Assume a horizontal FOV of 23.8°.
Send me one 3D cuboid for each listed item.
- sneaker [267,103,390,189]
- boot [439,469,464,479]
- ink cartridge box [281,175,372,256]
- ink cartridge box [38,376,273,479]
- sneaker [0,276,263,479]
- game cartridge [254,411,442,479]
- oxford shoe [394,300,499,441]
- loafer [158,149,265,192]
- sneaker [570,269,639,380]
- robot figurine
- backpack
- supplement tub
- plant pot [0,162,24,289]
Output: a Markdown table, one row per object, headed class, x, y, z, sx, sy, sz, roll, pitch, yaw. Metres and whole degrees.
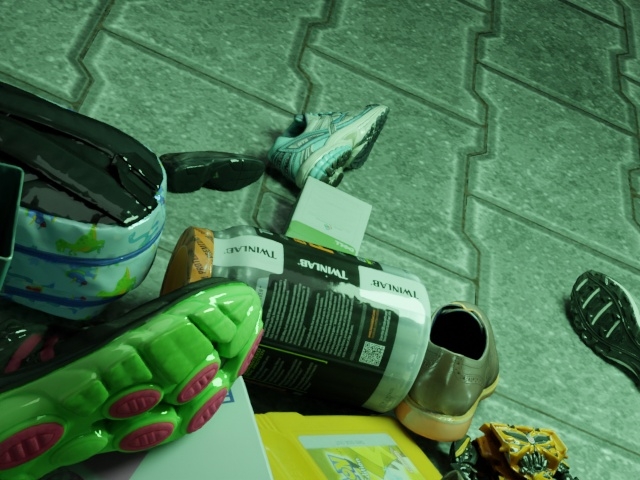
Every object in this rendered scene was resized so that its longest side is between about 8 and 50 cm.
| class | x | y | z | sx | sy | sz | roll | pitch | yaw |
| --- | --- | --- | --- | --- | --- | --- | --- | --- | --- |
| sneaker | 0.015 | -0.170 | 2.404 | 0.122 | 0.110 | 0.283 | 32 | 32 | 11 |
| boot | 0.122 | 0.285 | 1.691 | 0.037 | 0.114 | 0.106 | 27 | 24 | -24 |
| ink cartridge box | 0.000 | 0.000 | 2.197 | 0.109 | 0.062 | 0.209 | 26 | 33 | -4 |
| ink cartridge box | -0.200 | 0.294 | 1.530 | 0.324 | 0.071 | 0.330 | -10 | 43 | -12 |
| sneaker | -0.277 | 0.133 | 1.521 | 0.483 | 0.185 | 0.202 | -21 | 50 | -22 |
| game cartridge | 0.058 | 0.312 | 1.754 | 0.324 | 0.052 | 0.285 | 11 | 33 | -53 |
| oxford shoe | 0.193 | 0.142 | 2.049 | 0.130 | 0.132 | 0.363 | 19 | 20 | 3 |
| loafer | -0.159 | -0.112 | 2.236 | 0.170 | 0.062 | 0.061 | -1 | 38 | -40 |
| sneaker | 0.494 | 0.154 | 2.343 | 0.271 | 0.100 | 0.108 | 47 | 23 | 20 |
| robot figurine | 0.281 | 0.340 | 1.920 | 0.211 | 0.085 | 0.291 | 10 | 37 | -29 |
| backpack | -0.363 | -0.057 | 1.864 | 0.356 | 0.273 | 0.290 | 7 | 30 | 6 |
| supplement tub | -0.037 | 0.095 | 1.916 | 0.316 | 0.193 | 0.193 | 16 | 35 | -18 |
| plant pot | -0.433 | 0.043 | 1.647 | 0.166 | 0.234 | 0.165 | 12 | 35 | -14 |
